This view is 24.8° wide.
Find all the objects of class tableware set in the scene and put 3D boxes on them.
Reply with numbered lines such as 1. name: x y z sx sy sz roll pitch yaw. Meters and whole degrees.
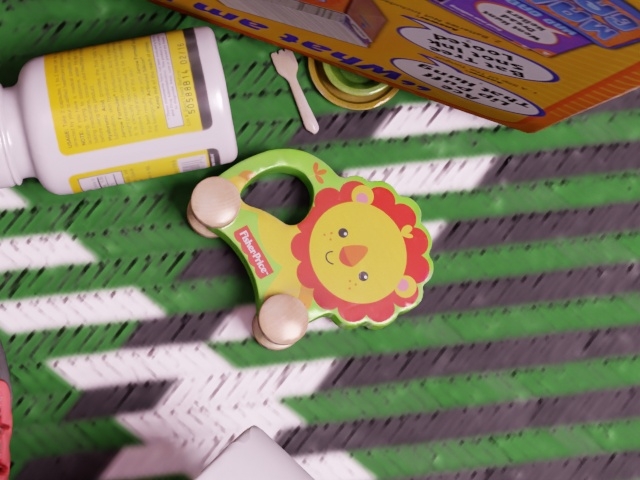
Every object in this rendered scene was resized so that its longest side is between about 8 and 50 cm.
1. tableware set: 0.039 -0.126 0.700 0.154 0.024 0.104 -25 84 -5

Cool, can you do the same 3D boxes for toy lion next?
1. toy lion: 0.000 0.000 0.679 0.096 0.034 0.100 -30 84 -13

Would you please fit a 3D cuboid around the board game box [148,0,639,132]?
1. board game box: 0.008 -0.276 0.506 0.356 0.356 0.356 19 86 -5

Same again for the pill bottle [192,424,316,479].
1. pill bottle: 0.026 0.220 0.583 0.283 0.161 0.161 45 83 4

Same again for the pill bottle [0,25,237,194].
1. pill bottle: -0.100 -0.056 0.662 0.116 0.065 0.065 -11 83 -5

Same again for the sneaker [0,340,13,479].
1. sneaker: -0.202 0.144 0.596 0.098 0.135 0.276 18 81 2
